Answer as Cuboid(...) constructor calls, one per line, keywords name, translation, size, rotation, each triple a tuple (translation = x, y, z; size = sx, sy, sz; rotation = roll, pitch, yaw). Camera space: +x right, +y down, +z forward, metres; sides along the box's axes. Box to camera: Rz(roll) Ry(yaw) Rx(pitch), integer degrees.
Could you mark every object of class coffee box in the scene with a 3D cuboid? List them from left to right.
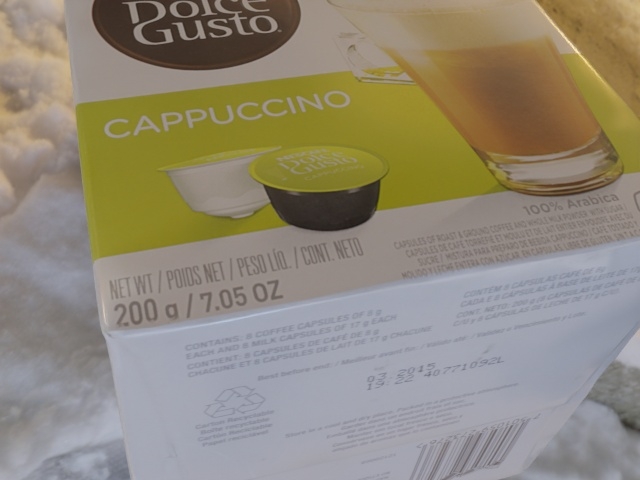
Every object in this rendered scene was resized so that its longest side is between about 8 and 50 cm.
Cuboid(name="coffee box", translation=(0.000, 0.000, 0.566), size=(0.338, 0.338, 0.334), rotation=(-9, 51, -15))
